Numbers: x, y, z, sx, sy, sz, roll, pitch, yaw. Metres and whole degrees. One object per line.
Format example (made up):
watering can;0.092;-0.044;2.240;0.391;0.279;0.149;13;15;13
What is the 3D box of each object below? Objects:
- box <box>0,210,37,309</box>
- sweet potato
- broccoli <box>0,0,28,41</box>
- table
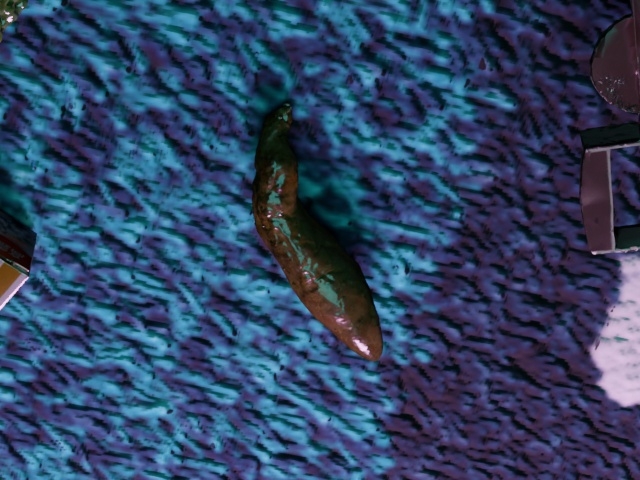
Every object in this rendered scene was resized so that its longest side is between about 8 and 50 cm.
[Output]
box;-0.237;0.062;1.003;0.055;0.039;0.218;35;118;-22
sweet potato;-0.006;0.002;0.962;0.041;0.038;0.153;-28;113;-9
broccoli;-0.255;-0.132;0.786;0.254;0.186;0.302;28;127;-6
table;0.206;-0.079;0.887;0.175;0.062;0.146;-7;123;5
